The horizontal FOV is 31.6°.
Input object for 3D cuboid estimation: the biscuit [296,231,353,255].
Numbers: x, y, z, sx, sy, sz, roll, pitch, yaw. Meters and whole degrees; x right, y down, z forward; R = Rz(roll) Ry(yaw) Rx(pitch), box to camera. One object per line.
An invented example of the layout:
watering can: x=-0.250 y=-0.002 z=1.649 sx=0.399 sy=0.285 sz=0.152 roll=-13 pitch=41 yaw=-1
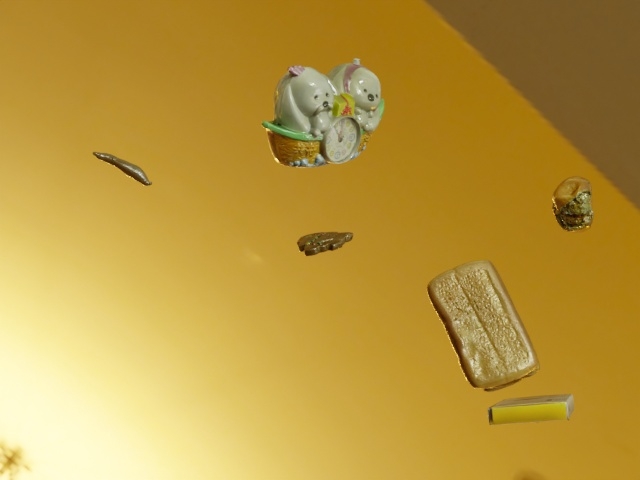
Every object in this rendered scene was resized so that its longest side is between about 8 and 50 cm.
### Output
biscuit: x=0.000 y=0.000 z=1.600 sx=0.092 sy=0.082 sz=0.016 roll=18 pitch=-56 yaw=58

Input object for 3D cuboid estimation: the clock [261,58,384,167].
clock: x=0.008 y=-0.184 z=1.613 sx=0.103 sy=0.231 sz=0.144 roll=26 pitch=-62 yaw=38

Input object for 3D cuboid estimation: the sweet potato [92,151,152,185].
sweet potato: x=-0.341 y=-0.128 z=1.967 sx=0.115 sy=0.026 sz=0.026 roll=29 pitch=-39 yaw=-3

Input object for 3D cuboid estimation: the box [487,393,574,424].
box: x=0.362 y=0.285 z=1.918 sx=0.129 sy=0.247 sz=0.033 roll=-8 pitch=-96 yaw=15

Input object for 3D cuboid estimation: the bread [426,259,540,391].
bread: x=0.250 y=0.133 z=1.747 sx=0.077 sy=0.116 sz=0.200 roll=56 pitch=10 yaw=-70

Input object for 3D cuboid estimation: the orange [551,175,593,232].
orange: x=0.380 y=-0.054 z=1.706 sx=0.062 sy=0.086 sz=0.086 roll=-1 pitch=-49 yaw=15
